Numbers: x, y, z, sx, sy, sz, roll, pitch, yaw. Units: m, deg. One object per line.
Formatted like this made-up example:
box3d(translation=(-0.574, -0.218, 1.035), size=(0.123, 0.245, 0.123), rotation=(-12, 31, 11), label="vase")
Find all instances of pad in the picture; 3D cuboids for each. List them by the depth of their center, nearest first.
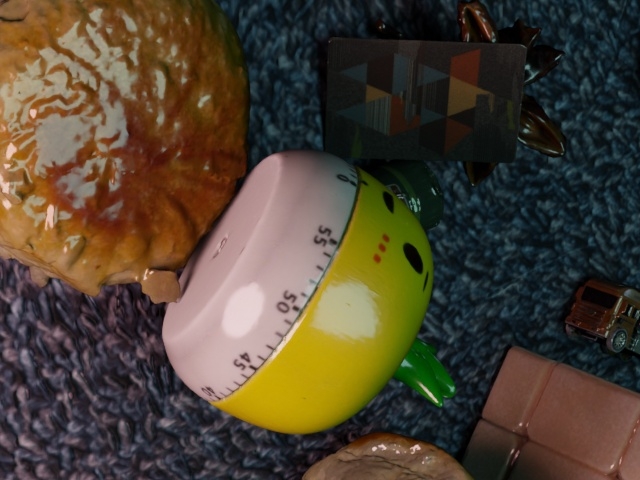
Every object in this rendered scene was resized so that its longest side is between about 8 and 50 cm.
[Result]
box3d(translation=(0.111, -0.149, 1.581), size=(0.211, 0.003, 0.143), rotation=(1, 119, -1), label="pad")

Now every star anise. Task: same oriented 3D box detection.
box3d(translation=(0.180, -0.173, 1.639), size=(0.126, 0.190, 0.220), rotation=(-72, 149, -59), label="star anise")

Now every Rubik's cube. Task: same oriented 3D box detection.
box3d(translation=(0.376, 0.353, 1.844), size=(0.322, 0.319, 0.316), rotation=(27, 86, -40), label="Rubik's cube")

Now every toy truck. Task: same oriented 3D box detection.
box3d(translation=(0.413, 0.113, 1.959), size=(0.192, 0.083, 0.092), rotation=(25, 87, -43), label="toy truck")

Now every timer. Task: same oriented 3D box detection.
box3d(translation=(0.016, 0.073, 1.387), size=(0.285, 0.285, 0.285), rotation=(-13, 111, -37), label="timer")

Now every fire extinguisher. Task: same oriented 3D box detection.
box3d(translation=(0.000, 0.000, 1.573), size=(0.294, 0.093, 0.118), rotation=(-26, 114, -32), label="fire extinguisher")

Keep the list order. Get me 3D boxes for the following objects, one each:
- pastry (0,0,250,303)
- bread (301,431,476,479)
box3d(translation=(-0.206, -0.108, 1.342), size=(0.330, 0.136, 0.329), rotation=(-13, 112, -35), label="pastry")
box3d(translation=(0.089, 0.372, 1.656), size=(0.225, 0.250, 0.279), rotation=(-21, 114, -30), label="bread")
